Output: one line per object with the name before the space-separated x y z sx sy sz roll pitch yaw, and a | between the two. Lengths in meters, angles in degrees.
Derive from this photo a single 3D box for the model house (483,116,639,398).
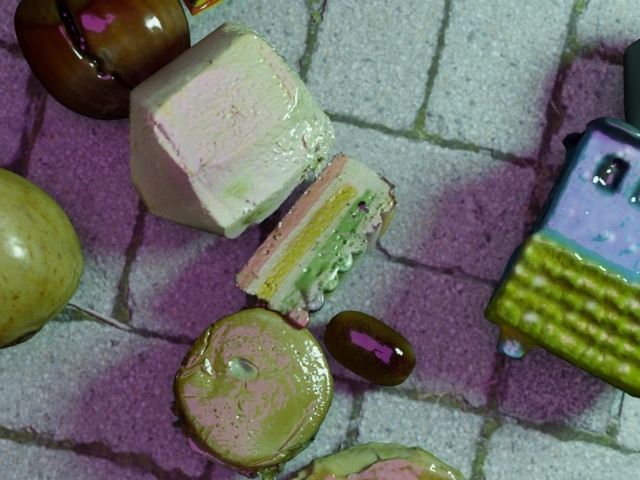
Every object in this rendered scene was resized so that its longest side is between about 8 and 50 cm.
model house | 0.351 0.035 1.543 0.237 0.215 0.303 28 90 5

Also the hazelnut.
hazelnut | -0.273 -0.257 1.608 0.212 0.181 0.181 -26 67 13

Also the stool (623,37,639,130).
stool | 0.487 -0.172 1.573 0.232 0.141 0.232 -4 75 15

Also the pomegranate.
pomegranate | -0.421 0.021 1.544 0.260 0.260 0.260 0 83 2

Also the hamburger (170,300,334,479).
hamburger | -0.079 0.184 1.579 0.189 0.122 0.215 28 80 3

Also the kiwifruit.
kiwifruit | 0.062 0.137 1.603 0.124 0.075 0.075 28 85 2

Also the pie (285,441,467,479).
pie | 0.069 0.408 1.563 0.339 0.083 0.339 0 80 2

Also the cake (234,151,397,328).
cake | -0.001 0.006 1.598 0.109 0.090 0.225 36 75 8

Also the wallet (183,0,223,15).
wallet | -0.102 -0.403 1.649 0.241 0.067 0.141 -31 76 -20

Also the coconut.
coconut | -0.125 -0.122 1.564 0.245 0.233 0.233 -43 83 -5
